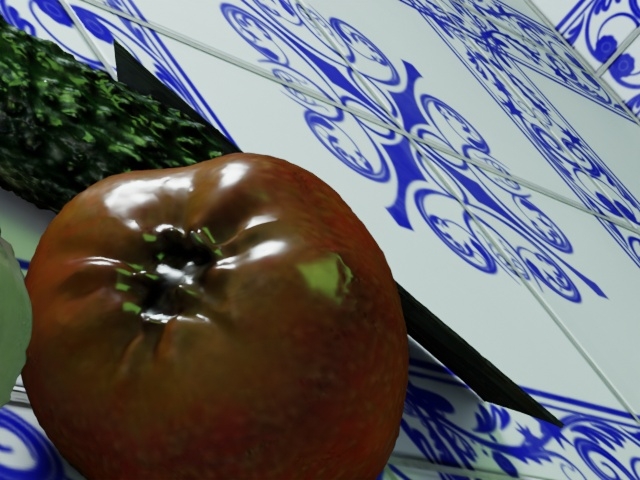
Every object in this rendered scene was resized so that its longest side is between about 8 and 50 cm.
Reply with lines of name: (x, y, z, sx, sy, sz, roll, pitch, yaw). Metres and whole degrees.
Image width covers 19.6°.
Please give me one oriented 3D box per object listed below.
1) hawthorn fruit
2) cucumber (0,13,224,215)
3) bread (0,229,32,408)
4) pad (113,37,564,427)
hawthorn fruit: (-0.041, 0.068, 0.934, 0.196, 0.196, 0.225, 56, -2, 38)
cucumber: (-0.213, -0.099, 1.046, 0.359, 0.096, 0.096, 30, 21, -33)
bread: (-0.260, -0.008, 0.629, 0.338, 0.155, 0.187, 12, 43, -60)
pad: (0.000, 0.000, 1.258, 0.367, 0.007, 0.247, 40, -4, -4)
